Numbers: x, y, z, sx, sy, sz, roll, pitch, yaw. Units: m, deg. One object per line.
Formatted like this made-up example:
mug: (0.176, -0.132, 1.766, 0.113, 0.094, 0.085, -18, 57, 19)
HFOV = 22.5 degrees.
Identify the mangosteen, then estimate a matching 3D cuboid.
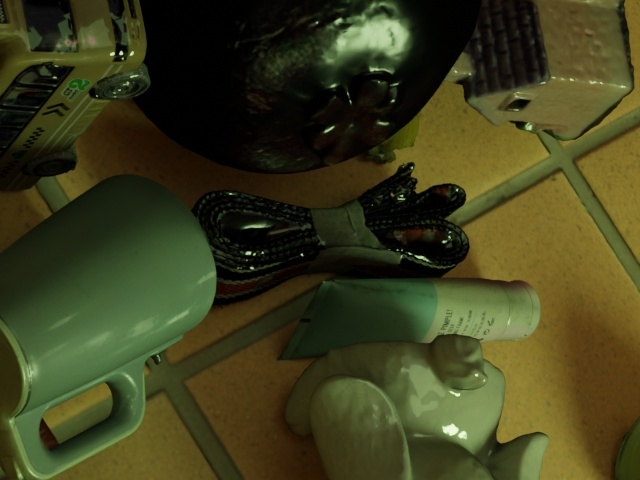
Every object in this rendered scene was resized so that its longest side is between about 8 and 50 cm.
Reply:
mangosteen: (-0.043, -0.281, 1.598, 0.382, 0.382, 0.435, 0, 54, -35)

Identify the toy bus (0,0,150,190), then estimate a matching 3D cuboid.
toy bus: (-0.270, -0.154, 1.417, 0.157, 0.289, 0.139, -4, 72, -34)

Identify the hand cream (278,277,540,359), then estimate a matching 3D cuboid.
hand cream: (0.096, 0.078, 1.693, 0.312, 0.111, 0.070, 2, 41, -39)

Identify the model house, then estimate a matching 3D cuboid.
model house: (0.206, -0.246, 1.873, 0.237, 0.202, 0.237, 4, 72, -27)

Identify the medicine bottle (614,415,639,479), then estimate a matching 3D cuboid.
medicine bottle: (0.424, 0.258, 1.781, 0.143, 0.147, 0.147, 29, 53, -21)

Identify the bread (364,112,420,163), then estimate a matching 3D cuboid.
bread: (0.068, -0.174, 1.789, 0.156, 0.110, 0.103, 51, 43, -2)

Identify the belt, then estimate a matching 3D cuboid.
belt: (0.000, 0.000, 1.655, 0.360, 0.094, 0.126, -8, 73, -37)

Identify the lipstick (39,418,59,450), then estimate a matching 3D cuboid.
lipstick: (-0.276, 0.144, 1.418, 0.038, 0.038, 0.130, -32, 86, -42)

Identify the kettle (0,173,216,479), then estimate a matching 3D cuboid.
kettle: (-0.217, 0.083, 1.407, 0.243, 0.160, 0.210, -36, 118, -49)

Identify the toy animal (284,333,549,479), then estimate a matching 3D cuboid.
toy animal: (0.097, 0.239, 1.525, 0.272, 0.206, 0.265, 22, 52, -28)
